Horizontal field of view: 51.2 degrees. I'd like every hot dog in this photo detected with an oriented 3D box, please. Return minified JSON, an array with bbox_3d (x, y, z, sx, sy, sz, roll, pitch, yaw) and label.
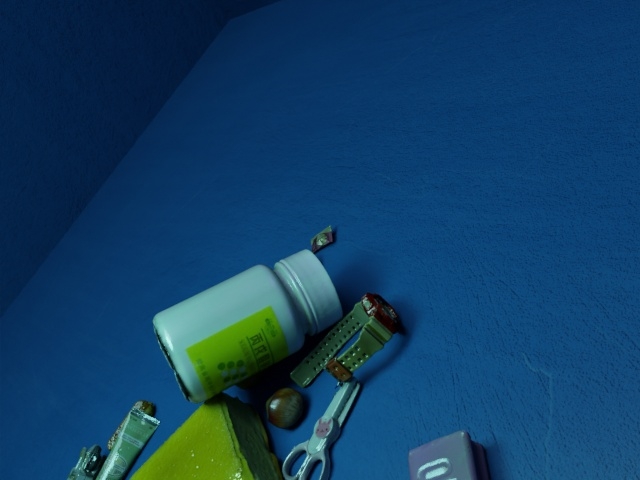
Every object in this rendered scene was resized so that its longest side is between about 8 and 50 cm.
[{"bbox_3d":[-0.506,0.499,1.786,0.165,0.045,0.071,-55,32,-13],"label":"hot dog"}]

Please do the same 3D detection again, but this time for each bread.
[{"bbox_3d":[-0.247,0.521,1.371,0.333,0.143,0.324,-45,31,4],"label":"bread"}]

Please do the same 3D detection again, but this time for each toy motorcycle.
[{"bbox_3d":[-0.629,0.639,1.732,0.225,0.073,0.152,-67,15,-19],"label":"toy motorcycle"}]

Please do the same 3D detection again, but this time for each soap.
[{"bbox_3d":[0.206,0.412,1.039,0.122,0.065,0.203,-31,36,23],"label":"soap"}]

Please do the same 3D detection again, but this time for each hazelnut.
[{"bbox_3d":[-0.075,0.357,1.422,0.086,0.086,0.086,-30,36,24],"label":"hazelnut"}]

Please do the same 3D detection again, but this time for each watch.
[{"bbox_3d":[0.049,0.227,1.397,0.268,0.102,0.165,-46,12,2],"label":"watch"}]

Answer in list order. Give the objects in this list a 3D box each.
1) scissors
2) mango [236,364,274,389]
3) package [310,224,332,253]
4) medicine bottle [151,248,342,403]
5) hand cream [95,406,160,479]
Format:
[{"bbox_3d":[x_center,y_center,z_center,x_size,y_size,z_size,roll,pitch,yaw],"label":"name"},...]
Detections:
[{"bbox_3d":[0.013,0.380,1.329,0.118,0.030,0.242,10,63,54],"label":"scissors"},{"bbox_3d":[-0.180,0.222,1.629,0.187,0.138,0.257,13,70,40],"label":"mango"},{"bbox_3d":[0.000,0.000,1.766,0.083,0.029,0.059,-37,39,33],"label":"package"},{"bbox_3d":[-0.158,0.179,1.458,0.378,0.214,0.213,-27,29,-16],"label":"medicine bottle"},{"bbox_3d":[-0.510,0.552,1.713,0.235,0.086,0.055,-62,-7,-21],"label":"hand cream"}]
